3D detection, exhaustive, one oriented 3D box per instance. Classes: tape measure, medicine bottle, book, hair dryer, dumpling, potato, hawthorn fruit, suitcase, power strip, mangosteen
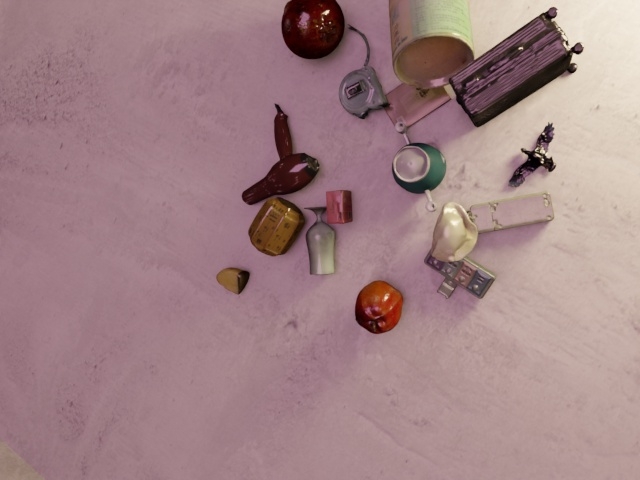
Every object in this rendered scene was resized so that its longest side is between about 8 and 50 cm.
[{"bbox_3d":[0.107,-0.567,1.829,0.164,0.084,0.330,-26,81,23],"label":"tape measure"},{"bbox_3d":[0.323,-0.688,1.646,0.235,0.236,0.406,-10,66,21],"label":"medicine bottle"},{"bbox_3d":[0.305,-0.459,1.791,0.198,0.016,0.138,-31,80,19],"label":"book"},{"bbox_3d":[-0.164,-0.316,1.950,0.312,0.123,0.340,-19,73,31],"label":"hair dryer"},{"bbox_3d":[0.413,-0.022,1.676,0.134,0.100,0.169,13,73,4],"label":"dumpling"},{"bbox_3d":[-0.322,0.132,2.019,0.103,0.066,0.096,24,124,14],"label":"potato"},{"bbox_3d":[0.182,0.227,1.762,0.157,0.194,0.157,9,126,12],"label":"hawthorn fruit"},{"bbox_3d":[0.551,-0.476,1.580,0.335,0.229,0.152,-33,80,19],"label":"suitcase"},{"bbox_3d":[0.425,0.112,1.741,0.215,0.061,0.145,35,110,18],"label":"power strip"},{"bbox_3d":[0.555,-0.079,1.682,0.288,0.053,0.093,-10,89,22],"label":"power strip"},{"bbox_3d":[-0.040,-0.721,1.837,0.215,0.215,0.257,-60,41,12],"label":"mangosteen"}]

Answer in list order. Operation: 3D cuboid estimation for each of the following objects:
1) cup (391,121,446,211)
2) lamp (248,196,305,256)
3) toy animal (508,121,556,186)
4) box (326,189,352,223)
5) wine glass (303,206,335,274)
[{"bbox_3d":[0.298,-0.230,1.716,0.167,0.173,0.300,-23,83,19],"label":"cup"},{"bbox_3d":[-0.153,-0.047,1.908,0.161,0.161,0.185,39,104,16],"label":"lamp"},{"bbox_3d":[0.648,-0.246,1.647,0.108,0.062,0.220,37,105,35],"label":"toy animal"},{"bbox_3d":[0.064,-0.111,1.820,0.060,0.156,0.111,-1,93,14],"label":"box"},{"bbox_3d":[0.000,0.000,1.876,0.103,0.103,0.231,-2,95,21],"label":"wine glass"}]
